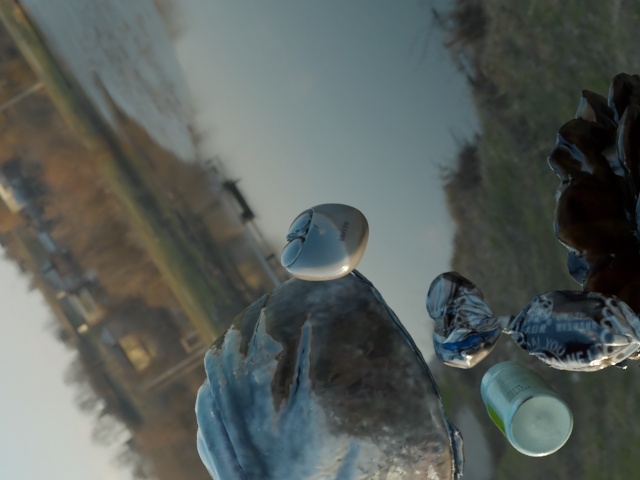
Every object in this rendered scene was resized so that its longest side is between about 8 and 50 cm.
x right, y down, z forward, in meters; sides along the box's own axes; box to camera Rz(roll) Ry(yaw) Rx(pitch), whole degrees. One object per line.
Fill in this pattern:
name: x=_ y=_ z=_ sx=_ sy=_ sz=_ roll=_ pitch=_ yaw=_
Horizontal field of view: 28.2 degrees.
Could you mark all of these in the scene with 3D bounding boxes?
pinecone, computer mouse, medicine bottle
pinecone: x=0.345 y=-0.014 z=1.040 sx=0.242 sy=0.295 sz=0.298 roll=17 pitch=-116 yaw=-75
computer mouse: x=-0.001 y=-0.001 z=1.053 sx=0.039 sy=0.066 sz=0.096 roll=31 pitch=159 yaw=-37
medicine bottle: x=0.141 y=0.115 z=0.885 sx=0.047 sy=0.047 sz=0.083 roll=59 pitch=178 yaw=-13

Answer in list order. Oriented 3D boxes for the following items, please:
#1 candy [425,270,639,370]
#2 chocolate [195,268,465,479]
candy: x=0.180 y=0.058 z=0.947 sx=0.226 sy=0.094 sz=0.051 roll=4 pitch=145 yaw=32
chocolate: x=-0.018 y=0.192 z=1.324 sx=0.303 sy=0.213 sz=0.303 roll=52 pitch=157 yaw=32
